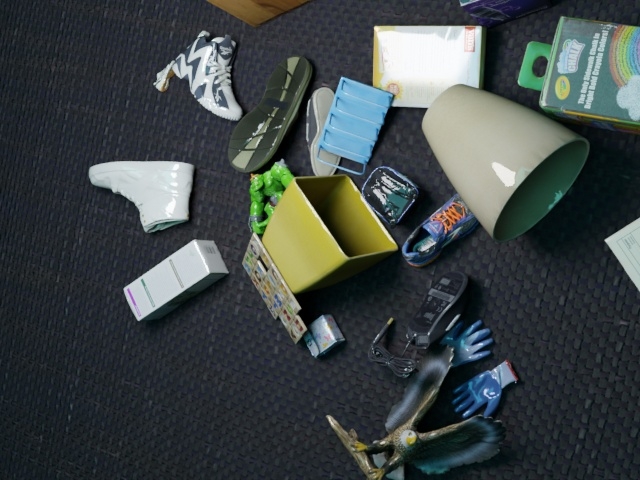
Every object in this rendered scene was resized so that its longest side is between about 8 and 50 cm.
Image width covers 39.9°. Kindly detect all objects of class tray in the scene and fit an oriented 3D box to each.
[{"bbox_3d":[-0.162,-0.578,1.891,0.202,0.411,0.076,-19,81,23],"label":"tray"}]

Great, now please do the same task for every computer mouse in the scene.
[{"bbox_3d":[0.213,0.177,1.865,0.262,0.060,0.184,-56,27,-15],"label":"computer mouse"}]

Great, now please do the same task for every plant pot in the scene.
[{"bbox_3d":[0.000,0.000,1.911,0.187,0.212,0.212,-44,71,30],"label":"plant pot"},{"bbox_3d":[0.337,-0.179,1.742,0.274,0.256,0.256,45,105,25],"label":"plant pot"}]

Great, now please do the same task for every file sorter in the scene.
[{"bbox_3d":[0.072,-0.243,1.890,0.118,0.104,0.170,18,115,-5],"label":"file sorter"}]

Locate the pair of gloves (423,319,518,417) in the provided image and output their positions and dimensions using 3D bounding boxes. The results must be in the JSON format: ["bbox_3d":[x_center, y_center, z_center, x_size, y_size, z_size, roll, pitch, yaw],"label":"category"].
[{"bbox_3d":[0.317,0.271,1.844,0.159,0.023,0.198,-39,72,20],"label":"pair of gloves"}]

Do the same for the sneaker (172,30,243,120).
[{"bbox_3d":[-0.238,-0.404,2.091,0.235,0.094,0.153,50,116,29],"label":"sneaker"}]

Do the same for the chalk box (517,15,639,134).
[{"bbox_3d":[0.532,-0.314,1.690,0.288,0.179,0.180,16,95,25],"label":"chalk box"}]

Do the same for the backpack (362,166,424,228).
[{"bbox_3d":[0.153,-0.098,1.902,0.114,0.084,0.105,41,103,16],"label":"backpack"}]

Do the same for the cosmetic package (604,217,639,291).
[{"bbox_3d":[0.708,-0.018,1.629,0.309,0.113,0.160,-35,74,20],"label":"cosmetic package"}]

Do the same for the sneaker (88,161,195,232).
[{"bbox_3d":[-0.450,-0.104,2.168,0.292,0.108,0.169,1,85,23],"label":"sneaker"}]

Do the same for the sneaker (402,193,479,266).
[{"bbox_3d":[0.257,-0.026,1.850,0.221,0.087,0.083,-48,71,15],"label":"sneaker"}]

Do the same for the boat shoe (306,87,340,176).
[{"bbox_3d":[0.003,-0.241,2.004,0.065,0.075,0.206,-174,83,-68],"label":"boat shoe"}]

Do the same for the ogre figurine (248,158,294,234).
[{"bbox_3d":[-0.109,-0.102,2.018,0.197,0.096,0.118,125,132,-61],"label":"ogre figurine"}]

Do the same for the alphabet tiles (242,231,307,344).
[{"bbox_3d":[-0.103,0.116,1.969,0.009,0.198,0.237,-27,77,-21],"label":"alphabet tiles"}]

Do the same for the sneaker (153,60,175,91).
[{"bbox_3d":[-0.389,-0.414,2.196,0.037,0.032,0.083,34,101,22],"label":"sneaker"}]

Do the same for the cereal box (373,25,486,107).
[{"bbox_3d":[0.231,-0.371,1.884,0.240,0.047,0.173,7,104,24],"label":"cereal box"}]

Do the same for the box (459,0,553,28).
[{"bbox_3d":[0.364,-0.516,1.759,0.153,0.207,0.108,-15,83,24],"label":"box"}]

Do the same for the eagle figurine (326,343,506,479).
[{"bbox_3d":[0.204,0.390,1.812,0.298,0.225,0.226,-33,114,-5],"label":"eagle figurine"}]

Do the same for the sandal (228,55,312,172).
[{"bbox_3d":[-0.100,-0.281,2.035,0.120,0.086,0.303,30,85,29],"label":"sandal"}]

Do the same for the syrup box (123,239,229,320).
[{"bbox_3d":[-0.347,0.097,2.117,0.236,0.093,0.096,-32,75,20],"label":"syrup box"}]

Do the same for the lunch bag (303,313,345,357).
[{"bbox_3d":[0.001,0.216,1.975,0.083,0.053,0.071,-36,72,28],"label":"lunch bag"}]
